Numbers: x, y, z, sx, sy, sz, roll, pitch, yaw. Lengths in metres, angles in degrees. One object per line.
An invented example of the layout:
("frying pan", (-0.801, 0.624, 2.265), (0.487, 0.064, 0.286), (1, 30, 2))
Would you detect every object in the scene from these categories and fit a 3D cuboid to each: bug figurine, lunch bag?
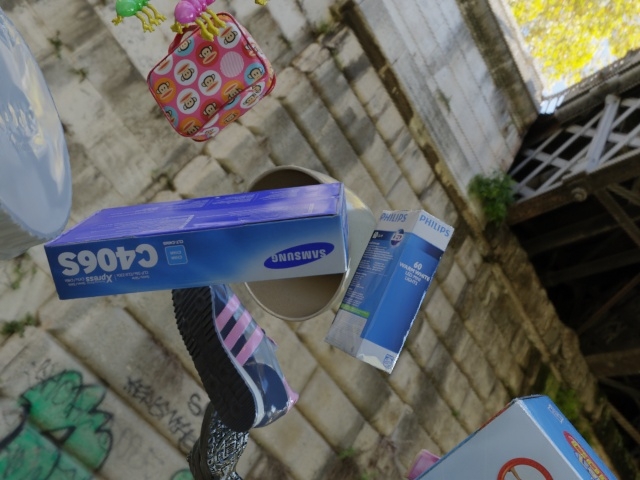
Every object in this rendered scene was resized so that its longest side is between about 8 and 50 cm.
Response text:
("bug figurine", (-0.226, -0.430, 0.980), (0.279, 0.216, 0.072), (16, -31, 19))
("lunch bag", (-0.287, -0.420, 1.474), (0.258, 0.293, 0.120), (57, 11, 7))

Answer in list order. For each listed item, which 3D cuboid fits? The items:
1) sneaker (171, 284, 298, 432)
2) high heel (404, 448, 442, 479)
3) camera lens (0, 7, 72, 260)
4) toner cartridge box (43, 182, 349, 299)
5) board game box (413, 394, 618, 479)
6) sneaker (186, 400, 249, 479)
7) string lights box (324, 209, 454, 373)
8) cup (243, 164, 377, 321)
("sneaker", (-0.145, 0.158, 0.974), (0.112, 0.131, 0.318), (-40, -116, 31))
("high heel", (0.127, 0.388, 0.722), (0.117, 0.244, 0.082), (13, -32, 44))
("camera lens", (-0.369, -0.064, 0.453), (0.275, 0.219, 0.219), (-13, -43, -3))
("toner cartridge box", (-0.140, -0.004, 0.745), (0.348, 0.165, 0.075), (-6, -71, 6))
("board game box", (0.146, 0.331, 0.436), (0.086, 0.302, 0.308), (17, 32, -54))
("sneaker", (-0.224, 0.440, 1.203), (0.130, 0.109, 0.286), (20, -68, 41))
("string lights box", (0.112, 0.078, 0.990), (0.077, 0.259, 0.133), (28, -7, -21))
("cup", (0.000, 0.000, 1.320), (0.331, 0.237, 0.330), (4, -84, 39))
